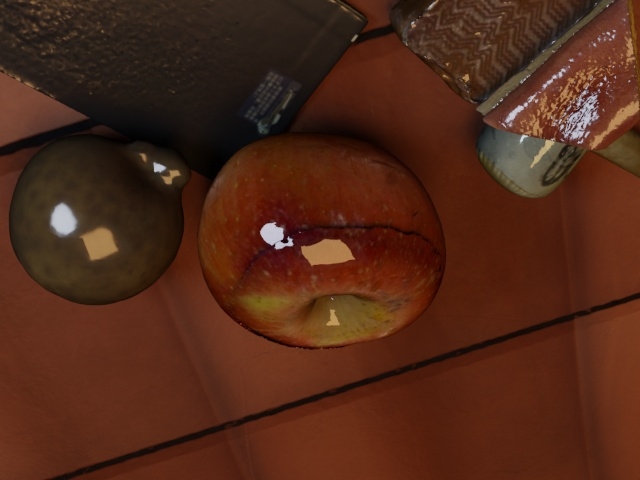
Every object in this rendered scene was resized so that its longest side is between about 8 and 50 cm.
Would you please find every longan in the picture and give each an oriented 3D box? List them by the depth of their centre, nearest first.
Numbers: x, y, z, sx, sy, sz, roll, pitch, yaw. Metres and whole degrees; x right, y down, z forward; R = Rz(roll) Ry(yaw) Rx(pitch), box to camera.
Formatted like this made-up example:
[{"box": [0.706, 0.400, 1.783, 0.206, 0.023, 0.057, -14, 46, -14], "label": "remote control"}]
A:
[{"box": [-0.226, -0.029, 1.124, 0.204, 0.159, 0.185, -33, 119, 4], "label": "longan"}]

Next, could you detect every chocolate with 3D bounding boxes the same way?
[{"box": [0.186, -0.255, 1.095, 0.214, 0.093, 0.148, -42, 125, 18], "label": "chocolate"}]

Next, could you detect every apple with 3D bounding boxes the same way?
[{"box": [0.000, 0.000, 1.169, 0.272, 0.206, 0.251, -1, 144, -14], "label": "apple"}]

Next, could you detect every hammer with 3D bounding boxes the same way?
[{"box": [0.339, -0.115, 1.234, 0.305, 0.113, 0.202, 18, 122, -31], "label": "hammer"}]

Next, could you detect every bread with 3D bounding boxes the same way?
[{"box": [0.264, -0.151, 1.081, 0.192, 0.067, 0.119, -39, 88, 22], "label": "bread"}]

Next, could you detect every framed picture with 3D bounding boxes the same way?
[{"box": [-0.155, -0.213, 1.097, 0.339, 0.014, 0.255, 27, 116, -28], "label": "framed picture"}]
